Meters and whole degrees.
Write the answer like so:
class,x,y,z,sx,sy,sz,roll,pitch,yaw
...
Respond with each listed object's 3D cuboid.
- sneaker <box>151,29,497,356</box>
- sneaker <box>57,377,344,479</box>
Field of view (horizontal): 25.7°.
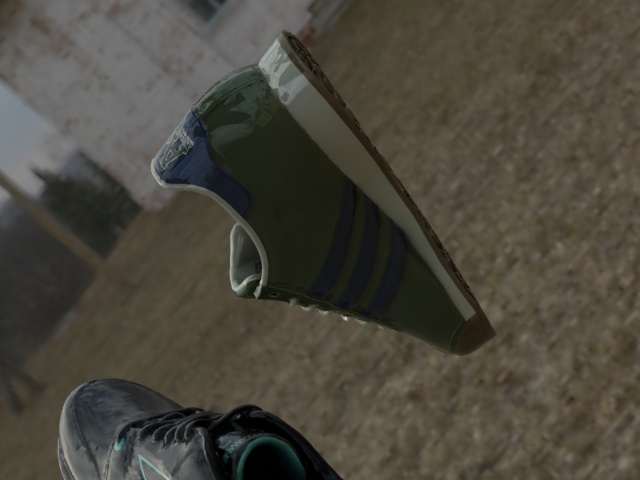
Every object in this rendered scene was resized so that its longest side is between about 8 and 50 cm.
class,x,y,z,sx,sy,sz,roll,pitch,yaw
sneaker,0.000,0.000,0.613,0.086,0.192,0.064,-34,39,6
sneaker,-0.050,0.125,0.740,0.101,0.106,0.267,-22,35,-36
